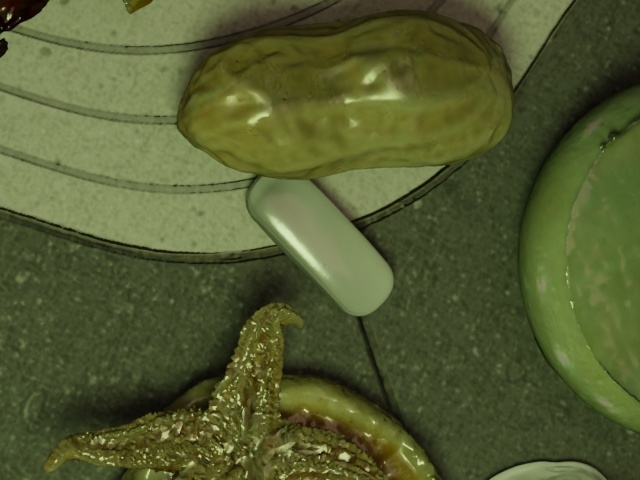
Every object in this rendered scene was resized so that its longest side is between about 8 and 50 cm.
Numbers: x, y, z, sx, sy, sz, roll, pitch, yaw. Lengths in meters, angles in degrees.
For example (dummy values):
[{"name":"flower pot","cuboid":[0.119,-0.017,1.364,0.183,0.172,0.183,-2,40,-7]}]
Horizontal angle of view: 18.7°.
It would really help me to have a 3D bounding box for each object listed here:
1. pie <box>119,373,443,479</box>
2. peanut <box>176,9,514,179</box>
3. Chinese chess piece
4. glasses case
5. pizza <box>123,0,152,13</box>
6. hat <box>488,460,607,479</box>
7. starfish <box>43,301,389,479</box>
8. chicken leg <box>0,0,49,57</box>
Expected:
[{"name":"pie","cuboid":[-0.033,0.279,1.759,0.339,0.077,0.339,1,83,-10]},{"name":"peanut","cuboid":[0.026,-0.131,1.737,0.313,0.152,0.152,-5,91,-12]},{"name":"Chinese chess piece","cuboid":[0.355,0.016,1.820,0.349,0.146,0.349,0,90,-14]},{"name":"glasses case","cuboid":[0.000,0.000,1.784,0.164,0.041,0.063,46,78,-9]},{"name":"pizza","cuboid":[-0.188,-0.388,1.730,0.287,0.075,0.280,39,77,-9]},{"name":"hat","cuboid":[0.237,0.305,1.799,0.203,0.126,0.203,0,92,-17]},{"name":"starfish","cuboid":[-0.082,0.214,1.687,0.302,0.060,0.299,-11,89,-14]},{"name":"chicken leg","cuboid":[-0.335,-0.177,1.644,0.322,0.177,0.083,-28,132,0]}]
